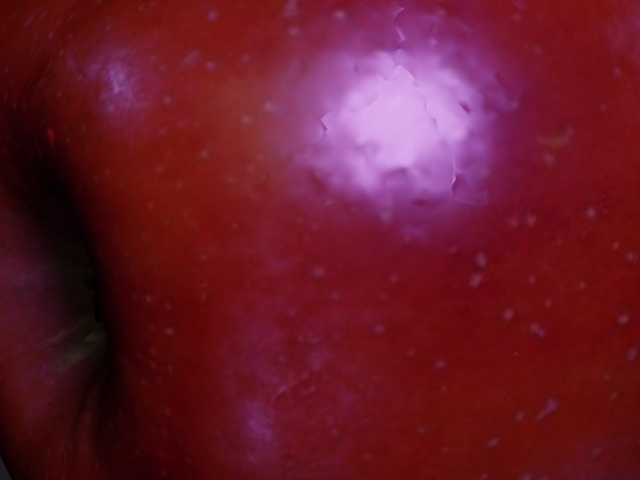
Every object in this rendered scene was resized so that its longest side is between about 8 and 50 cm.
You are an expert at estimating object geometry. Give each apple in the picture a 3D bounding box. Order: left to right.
[{"bbox_3d":[0.000,0.000,0.570,0.216,0.260,0.260,-16,58,-39],"label":"apple"}]
